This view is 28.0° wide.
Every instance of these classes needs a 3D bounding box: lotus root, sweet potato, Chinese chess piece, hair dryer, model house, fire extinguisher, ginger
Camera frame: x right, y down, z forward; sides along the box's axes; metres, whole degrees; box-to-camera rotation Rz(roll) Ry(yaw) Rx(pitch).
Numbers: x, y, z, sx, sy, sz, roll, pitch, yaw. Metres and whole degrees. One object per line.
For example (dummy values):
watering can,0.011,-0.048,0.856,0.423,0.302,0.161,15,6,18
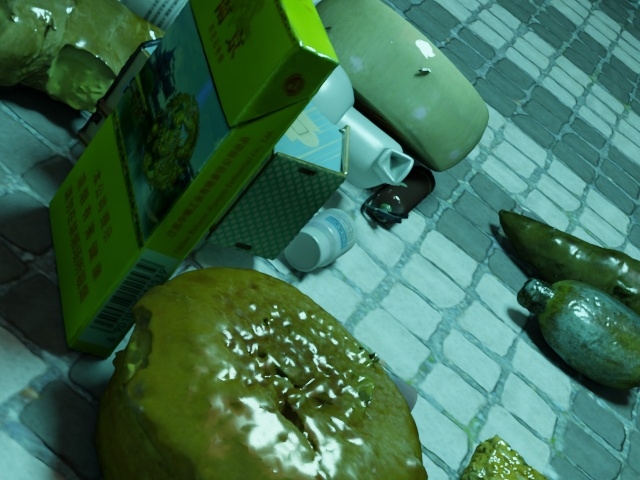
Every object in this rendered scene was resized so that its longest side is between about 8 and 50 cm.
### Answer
lotus root,0.322,0.105,1.544,0.192,0.088,0.113,34,35,-8
sweet potato,0.417,0.078,1.665,0.422,0.131,0.130,26,29,-4
Chinese chess piece,0.088,-0.200,1.605,0.273,0.102,0.273,42,0,0
hair dryer,0.055,0.169,1.203,0.063,0.037,0.114,31,37,-16
model house,-0.080,-0.088,1.267,0.206,0.178,0.271,47,30,10
fire extinguisher,0.096,-0.053,1.561,0.064,0.043,0.158,15,22,19
ginger,-0.262,-0.214,1.311,0.270,0.123,0.219,18,36,-49

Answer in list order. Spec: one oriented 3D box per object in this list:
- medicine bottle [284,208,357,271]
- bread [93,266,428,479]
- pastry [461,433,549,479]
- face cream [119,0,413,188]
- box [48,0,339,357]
medicine bottle,0.000,0.000,1.361,0.052,0.052,0.089,43,29,9
bread,-0.049,0.149,0.997,0.268,0.146,0.268,24,33,-17
pastry,0.198,0.251,1.218,0.140,0.056,0.080,40,40,-1
face cream,-0.056,-0.178,1.468,0.369,0.145,0.145,40,28,0
box,-0.117,-0.080,1.046,0.047,0.335,0.187,22,32,-33
